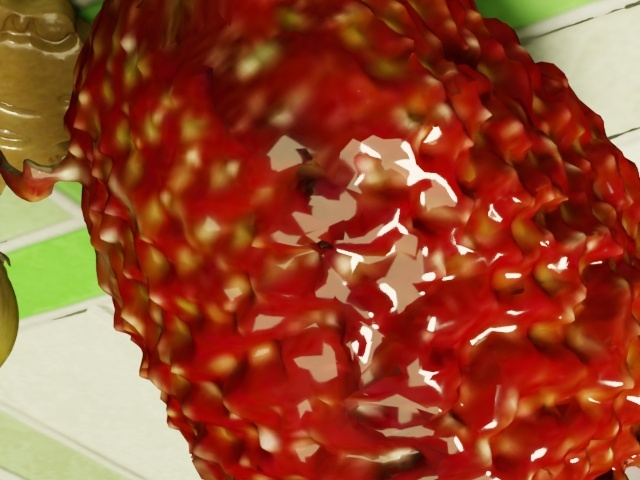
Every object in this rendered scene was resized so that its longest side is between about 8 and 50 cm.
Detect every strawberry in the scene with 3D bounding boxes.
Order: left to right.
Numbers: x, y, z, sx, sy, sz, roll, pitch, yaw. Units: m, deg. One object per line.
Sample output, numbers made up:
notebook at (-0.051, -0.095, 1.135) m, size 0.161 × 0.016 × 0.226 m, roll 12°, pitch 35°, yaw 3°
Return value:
strawberry at (-0.002, 0.002, 0.719) m, size 0.292 × 0.292 × 0.343 m, roll -26°, pitch 124°, yaw 36°

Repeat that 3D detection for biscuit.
biscuit at (-0.175, -0.067, 0.795) m, size 0.184 × 0.027 × 0.133 m, roll -21°, pitch 143°, yaw 30°

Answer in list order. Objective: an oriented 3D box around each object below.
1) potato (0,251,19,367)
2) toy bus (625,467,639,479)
potato at (-0.249, 0.032, 0.808) m, size 0.173 × 0.140 × 0.300 m, roll 27°, pitch 154°, yaw -11°
toy bus at (0.272, 0.096, 0.938) m, size 0.386 × 0.171 × 0.162 m, roll 8°, pitch 157°, yaw -13°
